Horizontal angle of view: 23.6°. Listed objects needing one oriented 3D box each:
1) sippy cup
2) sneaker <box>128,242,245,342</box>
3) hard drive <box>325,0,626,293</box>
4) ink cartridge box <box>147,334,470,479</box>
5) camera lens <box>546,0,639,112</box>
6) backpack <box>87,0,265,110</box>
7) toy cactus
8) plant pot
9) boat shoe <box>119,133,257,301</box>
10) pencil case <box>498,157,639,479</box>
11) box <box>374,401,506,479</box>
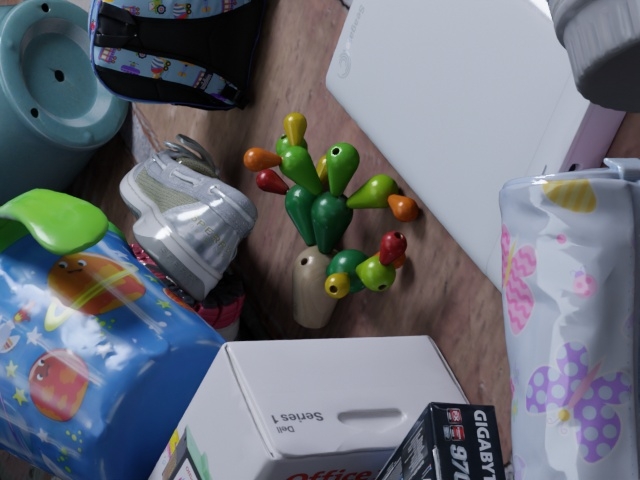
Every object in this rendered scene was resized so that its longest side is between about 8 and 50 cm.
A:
[{"bbox_3d":[-0.194,0.117,1.347,0.224,0.305,0.240,28,84,38],"label":"sippy cup"},{"bbox_3d":[-0.178,0.072,1.583,0.299,0.120,0.112,27,121,58],"label":"sneaker"},{"bbox_3d":[0.113,-0.127,1.190,0.307,0.040,0.203,53,132,44],"label":"hard drive"},{"bbox_3d":[-0.024,0.207,1.245,0.278,0.201,0.117,-60,43,38],"label":"ink cartridge box"},{"bbox_3d":[0.221,-0.229,0.847,0.219,0.219,0.274,-23,70,56],"label":"camera lens"},{"bbox_3d":[-0.152,-0.210,1.495,0.117,0.173,0.158,39,122,52],"label":"backpack"},{"bbox_3d":[0.000,0.000,1.328,0.219,0.112,0.181,44,136,40],"label":"toy cactus"},{"bbox_3d":[-0.368,-0.153,1.784,0.255,0.271,0.272,-19,72,42],"label":"plant pot"},{"bbox_3d":[-0.118,-0.034,1.465,0.103,0.118,0.320,-43,13,4],"label":"boat shoe"},{"bbox_3d":[0.178,0.086,1.005,0.124,0.113,0.273,155,113,-72],"label":"pencil case"},{"bbox_3d":[0.073,0.237,1.062,0.220,0.051,0.175,116,155,-52],"label":"box"}]
